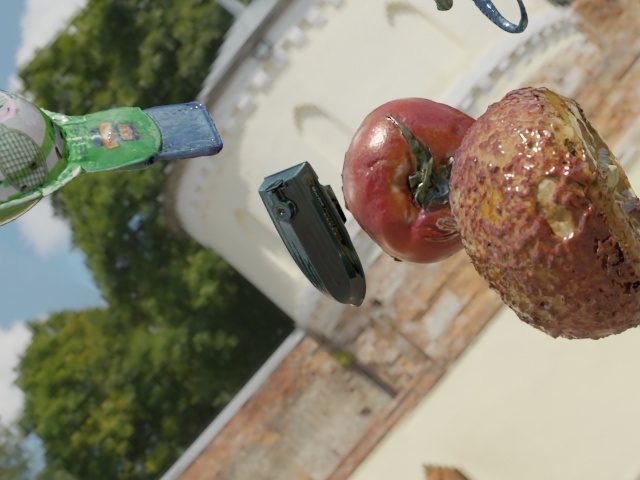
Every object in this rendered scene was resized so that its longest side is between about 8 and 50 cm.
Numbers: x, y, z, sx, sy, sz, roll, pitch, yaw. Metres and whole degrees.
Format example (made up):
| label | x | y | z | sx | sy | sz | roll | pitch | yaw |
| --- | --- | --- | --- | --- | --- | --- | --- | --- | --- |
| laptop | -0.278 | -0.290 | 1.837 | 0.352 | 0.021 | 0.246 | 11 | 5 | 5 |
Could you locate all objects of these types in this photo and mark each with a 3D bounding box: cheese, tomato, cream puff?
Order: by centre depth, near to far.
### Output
| label | x | y | z | sx | sy | sz | roll | pitch | yaw |
| --- | --- | --- | --- | --- | --- | --- | --- | --- | --- |
| cheese | -0.240 | -0.072 | 1.135 | 0.320 | 0.204 | 0.083 | -10 | -59 | -12 |
| cream puff | 0.205 | -0.020 | 1.285 | 0.164 | 0.240 | 0.240 | -36 | -6 | 23 |
| tomato | 0.146 | -0.082 | 1.896 | 0.228 | 0.228 | 0.101 | -47 | 6 | -10 |

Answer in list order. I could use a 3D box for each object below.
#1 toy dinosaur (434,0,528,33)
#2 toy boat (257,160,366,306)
| label | x | y | z | sx | sy | sz | roll | pitch | yaw |
| --- | --- | --- | --- | --- | --- | --- | --- | --- | --- |
| toy dinosaur | 0.118 | -0.342 | 1.683 | 0.076 | 0.363 | 0.147 | -47 | -21 | 7 |
| toy boat | 0.000 | 0.000 | 1.271 | 0.055 | 0.141 | 0.060 | -19 | 15 | 39 |
